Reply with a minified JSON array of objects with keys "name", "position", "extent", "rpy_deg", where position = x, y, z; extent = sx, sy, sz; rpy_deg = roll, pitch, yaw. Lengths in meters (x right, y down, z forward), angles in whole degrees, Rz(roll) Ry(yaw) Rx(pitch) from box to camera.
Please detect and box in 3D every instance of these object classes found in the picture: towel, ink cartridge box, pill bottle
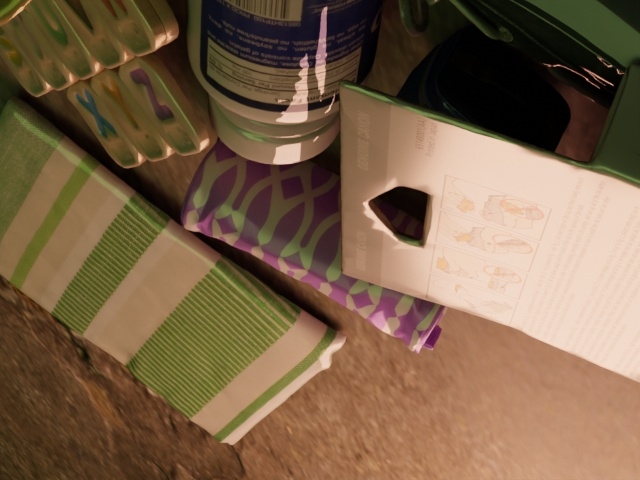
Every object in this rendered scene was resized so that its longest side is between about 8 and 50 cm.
[{"name":"towel","position":[-0.155,0.035,1.254],"extent":[0.325,0.038,0.248],"rpy_deg":[38,146,-5]},{"name":"ink cartridge box","position":[0.142,-0.008,0.829],"extent":[0.261,0.066,0.296],"rpy_deg":[22,163,8]},{"name":"pill bottle","position":[-0.020,-0.132,0.844],"extent":[0.112,0.112,0.186],"rpy_deg":[25,147,11]}]

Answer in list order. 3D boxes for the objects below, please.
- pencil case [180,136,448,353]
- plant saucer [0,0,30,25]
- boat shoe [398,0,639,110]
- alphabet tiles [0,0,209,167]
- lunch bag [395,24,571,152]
[{"name":"pencil case","position":[0.000,0.000,1.025],"extent":[0.206,0.086,0.088],"rpy_deg":[29,135,6]},{"name":"plant saucer","position":[-0.154,-0.310,0.626],"extent":[0.333,0.081,0.333],"rpy_deg":[-37,107,31]},{"name":"boat shoe","position":[0.082,-0.156,0.730],"extent":[0.306,0.113,0.105],"rpy_deg":[27,154,-20]},{"name":"alphabet tiles","position":[-0.178,-0.163,0.931],"extent":[0.278,0.021,0.284],"rpy_deg":[57,158,-14]},{"name":"lunch bag","position":[0.097,-0.071,0.867],"extent":[0.098,0.067,0.065],"rpy_deg":[36,148,-12]}]
